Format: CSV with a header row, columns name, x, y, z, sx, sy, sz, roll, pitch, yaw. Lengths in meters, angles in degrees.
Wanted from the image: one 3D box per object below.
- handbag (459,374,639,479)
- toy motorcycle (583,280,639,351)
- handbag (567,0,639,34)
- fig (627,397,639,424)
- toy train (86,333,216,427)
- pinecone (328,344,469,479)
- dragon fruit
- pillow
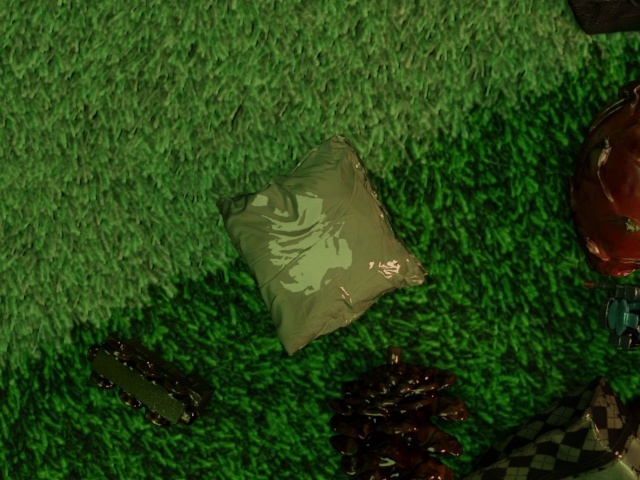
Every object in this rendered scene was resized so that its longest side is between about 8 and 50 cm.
name,x,y,z,sx,sy,sz,roll,pitch,yaw
handbag,0.454,0.470,1.630,0.316,0.180,0.416,-37,89,34
toy motorcycle,0.550,0.117,1.609,0.272,0.182,0.124,2,96,-38
handbag,0.529,-0.393,1.610,0.270,0.175,0.089,-1,94,9
fig,0.591,0.312,1.665,0.154,0.103,0.109,3,69,-5
toy train,-0.302,0.246,1.749,0.225,0.137,0.090,33,99,8
pinecone,0.131,0.330,1.653,0.243,0.244,0.309,-4,107,7
dragon fruit,0.515,-0.099,1.595,0.250,0.250,0.315,1,87,6
pillow,0.000,0.000,1.706,0.283,0.138,0.310,-26,91,-2
